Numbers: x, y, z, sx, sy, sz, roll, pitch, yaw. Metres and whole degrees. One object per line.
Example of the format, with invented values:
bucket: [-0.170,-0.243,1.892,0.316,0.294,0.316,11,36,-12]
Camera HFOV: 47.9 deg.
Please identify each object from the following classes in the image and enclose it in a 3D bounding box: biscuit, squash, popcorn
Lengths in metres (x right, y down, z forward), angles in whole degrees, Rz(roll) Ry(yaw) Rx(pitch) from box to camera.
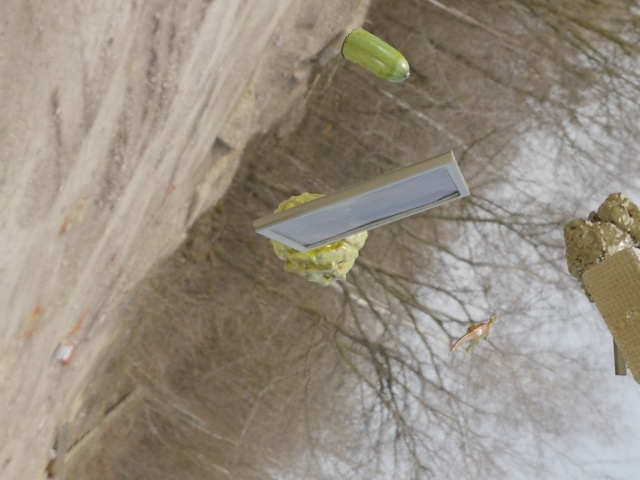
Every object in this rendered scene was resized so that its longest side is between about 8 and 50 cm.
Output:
biscuit: [0.540,0.129,1.217,0.108,0.062,0.238,-37,-128,29]
squash: [0.151,-0.470,1.855,0.095,0.188,0.095,-39,150,-28]
popcorn: [0.000,0.000,1.734,0.259,0.259,0.212,122,-18,-58]

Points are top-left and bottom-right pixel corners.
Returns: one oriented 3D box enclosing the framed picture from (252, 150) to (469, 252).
framed picture: [0.070,-0.049,1.067,0.290,0.020,0.211,-20,166,13]

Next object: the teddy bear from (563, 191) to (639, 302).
teddy bear: [0.642,0.028,1.568,0.256,0.267,0.156,-16,170,-18]

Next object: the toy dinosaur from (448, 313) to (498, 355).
toy dinosaur: [0.204,0.133,0.978,0.113,0.026,0.041,-29,151,-30]

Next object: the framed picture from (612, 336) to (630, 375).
framed picture: [0.843,0.199,2.004,0.446,0.028,0.325,14,74,-62]
